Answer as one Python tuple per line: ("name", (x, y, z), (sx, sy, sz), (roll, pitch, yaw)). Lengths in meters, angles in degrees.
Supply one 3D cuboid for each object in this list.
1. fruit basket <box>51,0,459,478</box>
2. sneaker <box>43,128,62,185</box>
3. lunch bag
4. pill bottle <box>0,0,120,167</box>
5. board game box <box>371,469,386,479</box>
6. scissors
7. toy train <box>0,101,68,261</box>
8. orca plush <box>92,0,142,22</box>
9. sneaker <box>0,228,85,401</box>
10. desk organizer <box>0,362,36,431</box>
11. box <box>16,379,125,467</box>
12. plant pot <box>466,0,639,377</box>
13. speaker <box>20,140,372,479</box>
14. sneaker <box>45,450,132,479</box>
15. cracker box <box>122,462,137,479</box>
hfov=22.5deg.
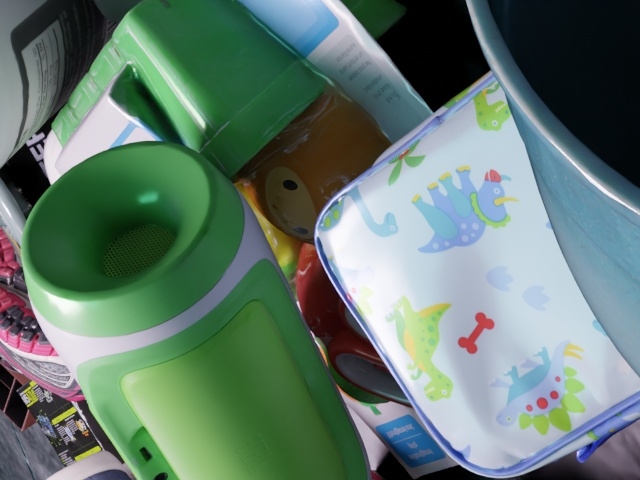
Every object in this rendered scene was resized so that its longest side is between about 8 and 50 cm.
("fruit basket", (0.000, 0.000, 0.973), (0.353, 0.165, 0.327), (53, 152, -1))
("sneaker", (-0.090, 0.026, 1.185), (0.292, 0.108, 0.169), (53, 173, -13))
("lunch bag", (0.119, 0.001, 0.755), (0.219, 0.090, 0.176), (-37, 86, 31))
("pill bottle", (-0.244, -0.128, 1.014), (0.176, 0.318, 0.176), (9, 121, 14))
("board game box", (0.002, 0.196, 1.145), (0.124, 0.259, 0.039), (37, 102, 36))
("scissors", (0.139, 0.080, 0.866), (0.297, 0.021, 0.109), (13, 142, 18))
("toy train", (-0.231, -0.050, 1.365), (0.334, 0.142, 0.190), (59, 167, -8))
("orca plush", (-0.110, -0.265, 0.942), (0.287, 0.151, 0.102), (81, 180, -51))
("sneaker", (-0.338, 0.071, 1.687), (0.299, 0.121, 0.112), (33, 147, 39))
("desk organizer", (-0.376, 0.171, 1.940), (0.130, 0.050, 0.047), (35, 146, 39))
("box", (-0.259, 0.220, 1.800), (0.184, 0.045, 0.191), (59, 155, 2))
("plant pot", (0.196, -0.027, 0.515), (0.271, 0.271, 0.255), (40, 163, 33))
("speaker", (-0.060, 0.082, 0.914), (0.131, 0.131, 0.296), (34, 158, 39))
("sneaker", (-0.197, 0.371, 1.605), (0.148, 0.131, 0.350), (43, 153, 36))
("cracker box", (-0.108, 0.279, 1.575), (0.156, 0.067, 0.232), (61, 155, -9))
